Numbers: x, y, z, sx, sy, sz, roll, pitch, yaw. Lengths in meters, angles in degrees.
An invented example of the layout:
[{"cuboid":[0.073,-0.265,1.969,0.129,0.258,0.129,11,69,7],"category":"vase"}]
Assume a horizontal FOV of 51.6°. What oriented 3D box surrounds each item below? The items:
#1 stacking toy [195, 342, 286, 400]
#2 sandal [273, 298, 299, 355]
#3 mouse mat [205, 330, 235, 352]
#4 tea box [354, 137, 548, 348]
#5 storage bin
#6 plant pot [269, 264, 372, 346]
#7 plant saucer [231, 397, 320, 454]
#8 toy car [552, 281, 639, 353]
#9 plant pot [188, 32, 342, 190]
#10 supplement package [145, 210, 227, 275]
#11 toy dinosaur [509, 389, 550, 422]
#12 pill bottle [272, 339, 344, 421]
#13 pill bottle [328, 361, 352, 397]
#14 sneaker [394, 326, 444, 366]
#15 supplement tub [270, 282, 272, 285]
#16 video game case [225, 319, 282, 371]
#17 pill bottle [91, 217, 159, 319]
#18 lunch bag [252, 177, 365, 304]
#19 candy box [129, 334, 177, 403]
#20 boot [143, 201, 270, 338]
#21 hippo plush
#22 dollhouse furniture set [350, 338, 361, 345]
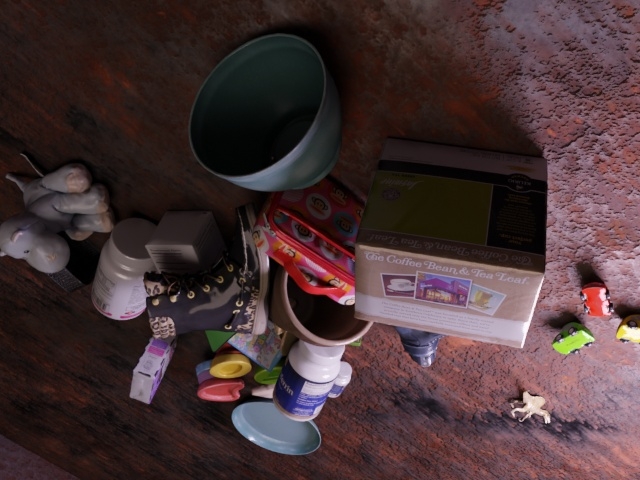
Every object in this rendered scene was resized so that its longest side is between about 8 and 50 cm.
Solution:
[{"cuboid":[-0.234,0.380,2.039,0.279,0.131,0.309,7,145,-25],"category":"stacking toy"},{"cuboid":[-0.093,0.217,1.828,0.079,0.088,0.240,42,144,26],"category":"sandal"},{"cuboid":[-0.286,0.214,1.854,0.007,0.153,0.189,-7,155,-41],"category":"mouse mat"},{"cuboid":[0.254,-0.004,1.289,0.328,0.324,0.220,10,135,12],"category":"tea box"},{"cuboid":[-0.704,0.042,1.829,0.084,0.122,0.180,-20,123,34],"category":"storage bin"},{"cuboid":[-0.023,0.139,1.610,0.263,0.263,0.229,36,151,-16],"category":"plant pot"},{"cuboid":[-0.147,0.629,2.259,0.317,0.044,0.318,10,135,11],"category":"plant saucer"},{"cuboid":[0.636,0.196,1.541,0.239,0.053,0.225,34,135,-13],"category":"toy car"},{"cuboid":[-0.076,-0.213,1.267,0.292,0.293,0.196,-8,156,26],"category":"plant pot"},{"cuboid":[-0.321,0.057,1.693,0.133,0.139,0.244,0,131,19],"category":"supplement package"},{"cuboid":[0.571,0.451,1.828,0.092,0.053,0.183,-29,127,21],"category":"toy dinosaur"},{"cuboid":[-0.031,0.372,1.867,0.153,0.153,0.265,21,123,-1],"category":"pill bottle"},{"cuboid":[0.050,0.408,1.951,0.067,0.067,0.120,23,137,-3],"category":"pill bottle"},{"cuboid":[0.300,0.241,1.672,0.226,0.086,0.164,-2,122,35],"category":"sneaker"},{"cuboid":[-0.158,0.149,1.773,0.107,0.071,0.071,-7,130,25],"category":"supplement tub"},{"cuboid":[-0.171,0.282,1.884,0.166,0.119,0.015,40,169,-20],"category":"video game case"},{"cuboid":[-0.512,0.077,1.766,0.160,0.160,0.283,27,136,-7],"category":"pill bottle"},{"cuboid":[0.000,0.000,1.433,0.293,0.258,0.120,33,137,-14],"category":"lunch bag"},{"cuboid":[-0.507,0.371,2.025,0.070,0.196,0.165,21,137,-2],"category":"candy box"},{"cuboid":[-0.265,0.088,1.537,0.284,0.138,0.378,-5,133,-11],"category":"boot"},{"cuboid":[-0.677,-0.059,1.638,0.294,0.237,0.234,39,134,-18],"category":"hippo plush"},{"cuboid":[0.085,0.208,1.750,0.076,0.059,0.152,7,135,13],"category":"dollhouse furniture set"}]
